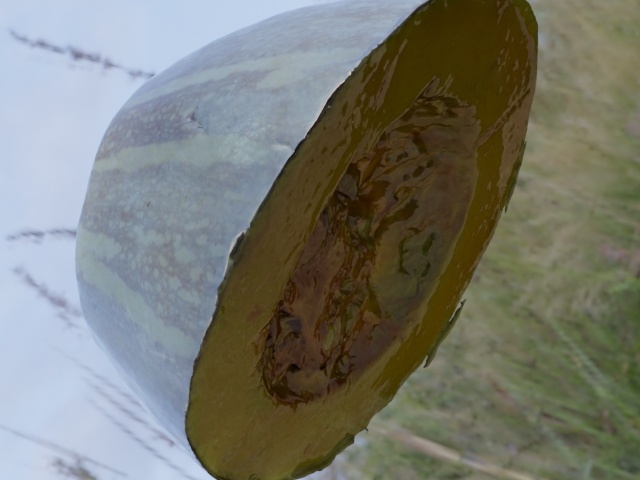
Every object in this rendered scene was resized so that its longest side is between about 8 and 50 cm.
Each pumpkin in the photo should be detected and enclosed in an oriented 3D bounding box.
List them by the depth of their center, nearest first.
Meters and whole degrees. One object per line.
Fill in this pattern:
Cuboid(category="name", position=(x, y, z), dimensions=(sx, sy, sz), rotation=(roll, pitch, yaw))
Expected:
Cuboid(category="pumpkin", position=(-0.013, -0.012, 0.541), dimensions=(0.217, 0.110, 0.217), rotation=(-49, -28, -37))
